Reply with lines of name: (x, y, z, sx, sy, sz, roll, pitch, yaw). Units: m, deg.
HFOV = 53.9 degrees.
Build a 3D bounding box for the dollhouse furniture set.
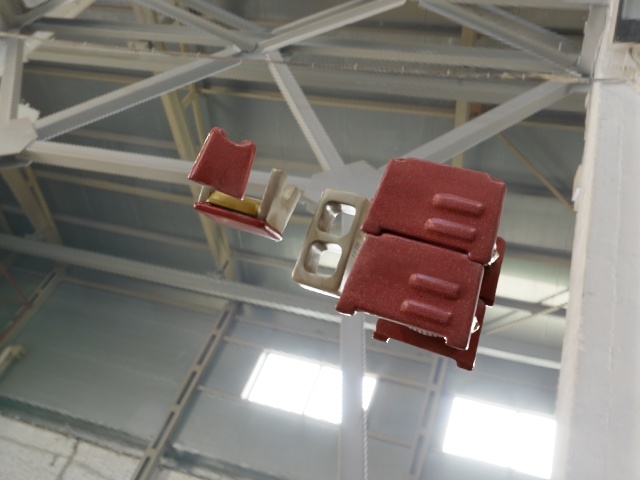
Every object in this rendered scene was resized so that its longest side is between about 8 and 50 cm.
dollhouse furniture set: (0.000, 0.000, 0.668, 0.374, 0.152, 0.201, 15, -12, 22)
